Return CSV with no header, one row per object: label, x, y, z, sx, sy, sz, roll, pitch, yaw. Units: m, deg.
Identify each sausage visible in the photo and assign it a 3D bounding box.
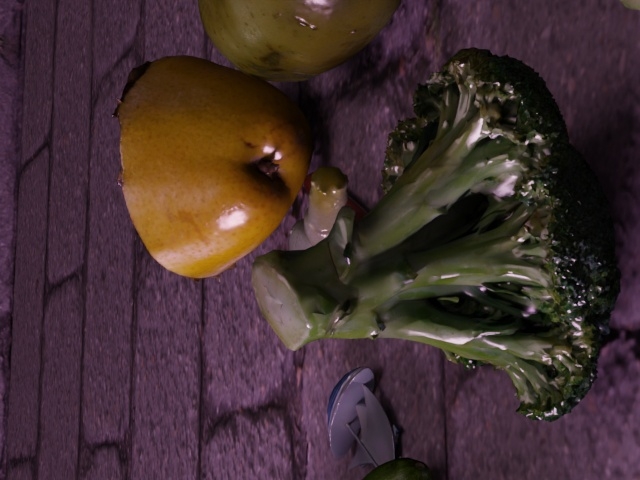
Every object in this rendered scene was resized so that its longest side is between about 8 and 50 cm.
sausage,0.027,-0.029,1.392,0.223,0.029,0.029,-134,53,-61

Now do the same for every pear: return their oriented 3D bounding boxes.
pear,-0.089,-0.093,1.516,0.178,0.267,0.267,-10,74,35

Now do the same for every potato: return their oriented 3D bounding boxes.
potato,-0.021,-0.270,1.342,0.304,0.216,0.216,127,143,-69

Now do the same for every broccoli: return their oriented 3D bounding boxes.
broccoli,0.085,0.001,0.960,0.254,0.269,0.269,30,113,57

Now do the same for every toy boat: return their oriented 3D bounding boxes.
toy boat,0.043,0.176,1.305,0.149,0.034,0.105,-162,77,-67

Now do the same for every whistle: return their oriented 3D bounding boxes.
whistle,0.000,0.000,1.345,0.198,0.057,0.104,92,156,-56

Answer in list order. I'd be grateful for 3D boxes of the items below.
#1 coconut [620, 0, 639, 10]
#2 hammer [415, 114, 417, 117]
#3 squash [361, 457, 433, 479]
coconut,0.223,-0.204,0.917,0.083,0.081,0.082,-36,30,-2
hammer,0.107,-0.101,1.213,0.043,0.043,0.083,144,129,-60
squash,0.031,0.311,1.246,0.082,0.082,0.292,-112,35,-47
